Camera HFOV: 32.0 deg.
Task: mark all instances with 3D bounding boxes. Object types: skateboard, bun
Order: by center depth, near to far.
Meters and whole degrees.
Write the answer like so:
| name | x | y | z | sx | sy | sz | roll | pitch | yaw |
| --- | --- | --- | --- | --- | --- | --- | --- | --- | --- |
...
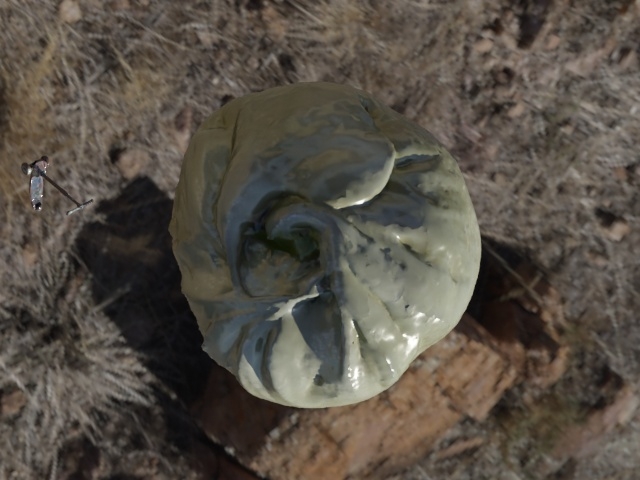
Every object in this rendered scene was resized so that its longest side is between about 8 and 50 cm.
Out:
| name | x | y | z | sx | sy | sz | roll | pitch | yaw |
| --- | --- | --- | --- | --- | --- | --- | --- | --- | --- |
| bun | 0.000 | 0.000 | 0.853 | 0.259 | 0.259 | 0.160 | -45 | 173 | 0 |
| skateboard | -0.266 | -0.040 | 1.123 | 0.032 | 0.083 | 0.064 | -28 | 140 | -39 |
